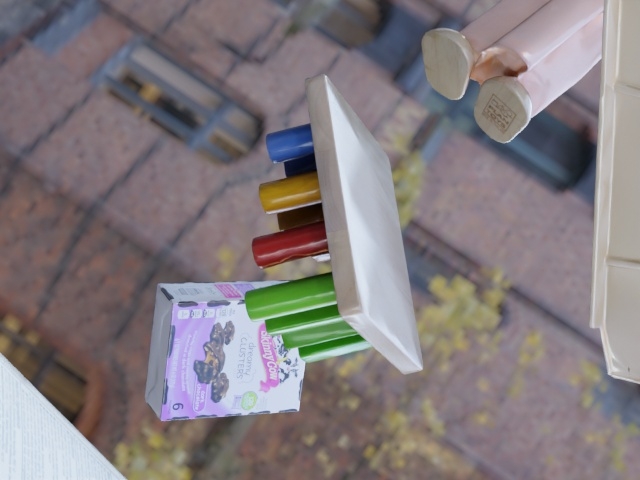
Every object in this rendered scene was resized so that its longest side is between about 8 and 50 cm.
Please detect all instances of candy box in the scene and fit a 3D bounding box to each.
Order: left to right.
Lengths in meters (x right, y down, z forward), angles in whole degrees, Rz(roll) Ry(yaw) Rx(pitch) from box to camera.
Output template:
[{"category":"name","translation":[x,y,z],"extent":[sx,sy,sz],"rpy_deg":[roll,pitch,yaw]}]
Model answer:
[{"category":"candy box","translation":[-0.117,0.140,2.283],"extent":[0.070,0.196,0.165],"rpy_deg":[-139,-128,-58]}]

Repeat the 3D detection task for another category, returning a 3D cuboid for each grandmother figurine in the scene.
[{"category":"grandmother figurine","translation":[0.255,-0.225,1.627],"extent":[0.342,0.208,0.104],"rpy_deg":[-42,175,-28]}]

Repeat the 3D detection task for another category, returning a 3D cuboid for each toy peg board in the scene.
[{"category":"toy peg board","translation":[0.000,0.000,1.162],"extent":[0.161,0.079,0.160],"rpy_deg":[46,32,-66]}]

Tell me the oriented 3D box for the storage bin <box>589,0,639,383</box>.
[{"category":"storage bin","translation":[0.289,-0.060,1.146],"extent":[0.262,0.123,0.260],"rpy_deg":[-29,124,-51]}]

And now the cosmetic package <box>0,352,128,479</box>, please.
[{"category":"cosmetic package","translation":[-0.241,0.201,1.298],"extent":[0.129,0.296,0.153],"rpy_deg":[-27,-141,12]}]
